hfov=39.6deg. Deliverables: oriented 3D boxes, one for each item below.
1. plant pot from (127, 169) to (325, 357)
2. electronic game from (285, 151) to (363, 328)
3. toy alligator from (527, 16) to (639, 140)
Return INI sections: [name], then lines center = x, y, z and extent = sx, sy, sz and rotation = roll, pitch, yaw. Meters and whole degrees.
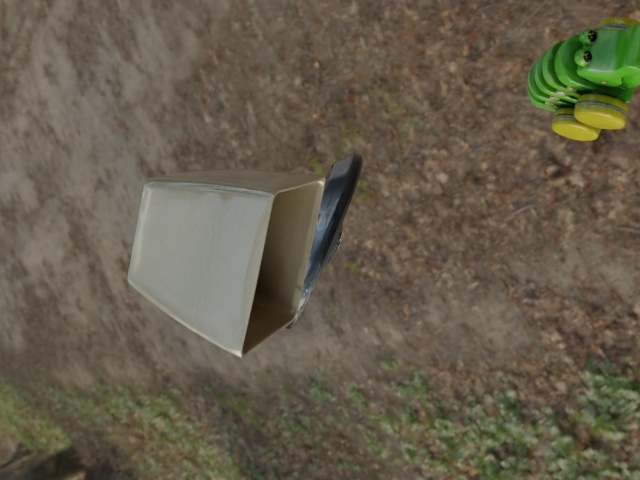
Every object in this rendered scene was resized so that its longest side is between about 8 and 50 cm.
[plant pot]
center = -0.067, 0.002, 0.600
extent = 0.096, 0.109, 0.109
rotation = 15, 103, 14
[electronic game]
center = 0.000, 0.000, 1.081
extent = 0.048, 0.229, 0.229
rotation = 22, 146, -3
[toy alligator]
center = 0.152, -0.096, 0.487
extent = 0.189, 0.051, 0.056
rotation = 139, 148, -84
